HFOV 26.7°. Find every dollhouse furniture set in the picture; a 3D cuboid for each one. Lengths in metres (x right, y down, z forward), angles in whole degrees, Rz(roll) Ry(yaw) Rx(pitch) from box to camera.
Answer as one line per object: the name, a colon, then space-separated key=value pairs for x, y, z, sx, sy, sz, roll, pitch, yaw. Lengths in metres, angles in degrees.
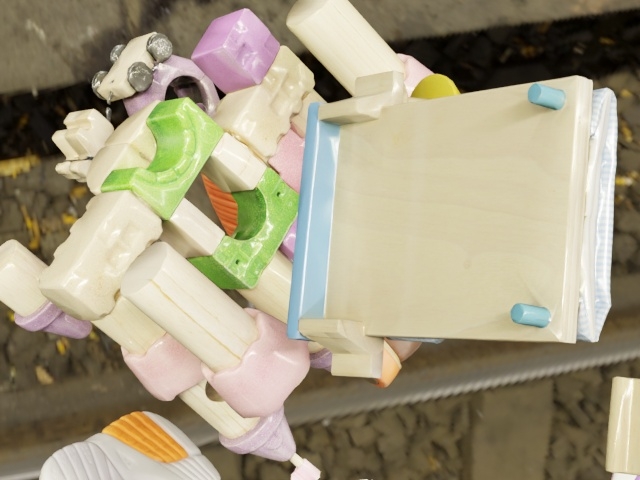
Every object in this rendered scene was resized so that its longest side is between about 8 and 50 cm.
dollhouse furniture set: x=0.146 y=0.049 z=0.708 sx=0.198 sy=0.286 sz=0.304 roll=10 pitch=80 yaw=-38

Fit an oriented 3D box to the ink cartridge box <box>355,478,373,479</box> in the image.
ink cartridge box: x=0.024 y=0.321 z=1.579 sx=0.122 sy=0.052 sz=0.088 roll=-14 pitch=147 yaw=30

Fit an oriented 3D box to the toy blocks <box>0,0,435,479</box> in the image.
toy blocks: x=-0.048 y=0.009 z=1.003 sx=0.260 sy=0.309 sz=0.289 roll=43 pitch=63 yaw=-29

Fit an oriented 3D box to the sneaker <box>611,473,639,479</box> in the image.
sneaker: x=0.461 y=0.307 z=1.685 sx=0.236 sy=0.104 sz=0.095 roll=-12 pitch=109 yaw=-45

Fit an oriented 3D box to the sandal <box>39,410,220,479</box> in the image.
sandal: x=-0.189 y=0.223 z=1.232 sx=0.076 sy=0.102 sz=0.265 roll=-50 pitch=162 yaw=15

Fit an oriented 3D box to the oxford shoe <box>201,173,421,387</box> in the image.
oxford shoe: x=0.000 y=0.000 z=1.492 sx=0.133 sy=0.130 sz=0.364 roll=-46 pitch=122 yaw=-13
